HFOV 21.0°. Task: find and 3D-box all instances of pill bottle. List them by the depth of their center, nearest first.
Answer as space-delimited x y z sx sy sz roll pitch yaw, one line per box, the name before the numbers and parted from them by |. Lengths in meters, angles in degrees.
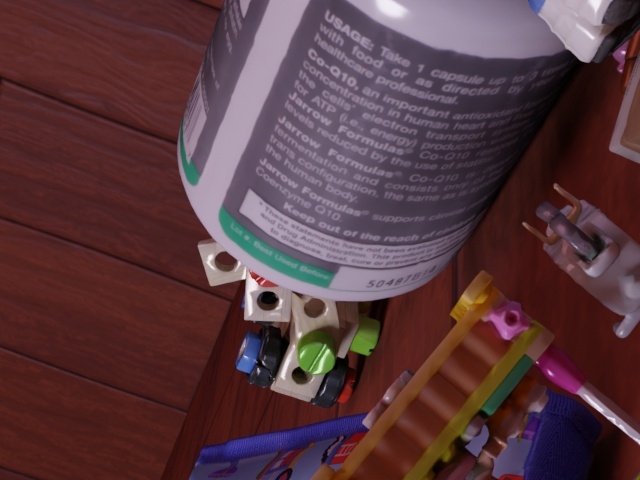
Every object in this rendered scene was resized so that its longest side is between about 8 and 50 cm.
pill bottle | 0.053 -0.139 0.991 0.361 0.204 0.204 118 170 -51

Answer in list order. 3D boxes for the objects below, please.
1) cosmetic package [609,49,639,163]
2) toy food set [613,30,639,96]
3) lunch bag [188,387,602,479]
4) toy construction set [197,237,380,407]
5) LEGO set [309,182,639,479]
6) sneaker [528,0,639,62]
cosmetic package | 0.151 -0.062 0.641 0.115 0.041 0.060 138 152 -78
toy food set | 0.159 -0.100 0.814 0.122 0.019 0.078 -87 16 -45
lunch bag | 0.015 0.187 0.737 0.293 0.138 0.221 -36 31 62
toy construction set | 0.000 0.000 1.372 0.327 0.151 0.215 -57 -9 -66
LEGO set | 0.037 0.121 0.609 0.287 0.107 0.132 -53 -6 14
sneaker | 0.098 -0.158 0.649 0.130 0.147 0.330 -44 -3 12
